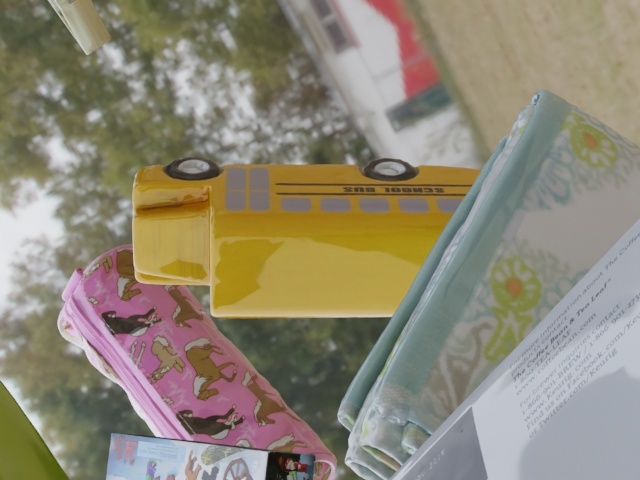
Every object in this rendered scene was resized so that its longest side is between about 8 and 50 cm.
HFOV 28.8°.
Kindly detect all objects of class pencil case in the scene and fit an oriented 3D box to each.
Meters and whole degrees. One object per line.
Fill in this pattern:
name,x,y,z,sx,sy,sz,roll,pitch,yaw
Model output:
pencil case,-0.149,0.175,1.437,0.386,0.160,0.167,47,163,28

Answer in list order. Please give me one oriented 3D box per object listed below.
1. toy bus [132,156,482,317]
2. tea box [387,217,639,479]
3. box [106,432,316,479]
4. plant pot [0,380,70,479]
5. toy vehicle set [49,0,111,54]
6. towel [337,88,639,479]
toy bus,0.000,0.000,1.107,0.130,0.332,0.108,-99,10,-62
tea box,0.227,0.194,0.635,0.323,0.329,0.220,33,-159,-17
box,-0.095,0.232,0.940,0.044,0.233,0.159,12,-102,-35
plant pot,-0.192,0.208,0.457,0.228,0.227,0.207,59,-171,0
toy vehicle set,-0.316,-0.333,1.347,0.166,0.035,0.267,53,173,22
towel,0.220,0.095,0.954,0.320,0.374,0.090,35,149,-4
